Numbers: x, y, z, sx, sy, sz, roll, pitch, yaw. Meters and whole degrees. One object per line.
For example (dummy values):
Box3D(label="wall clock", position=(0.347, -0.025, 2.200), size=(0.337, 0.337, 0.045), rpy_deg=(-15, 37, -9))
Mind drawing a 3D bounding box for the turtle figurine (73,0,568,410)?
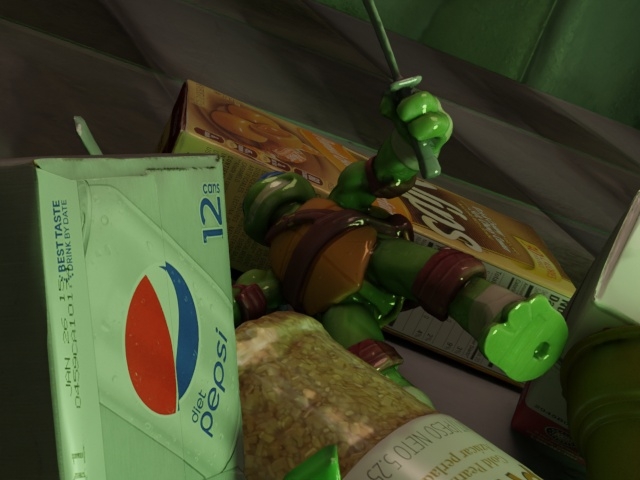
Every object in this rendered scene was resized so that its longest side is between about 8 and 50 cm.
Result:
Box3D(label="turtle figurine", position=(0.000, 0.000, 0.933), size=(0.197, 0.275, 0.266), rpy_deg=(-24, 44, -24))

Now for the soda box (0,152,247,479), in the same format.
Box3D(label="soda box", position=(-0.168, 0.032, 0.461), size=(0.286, 0.098, 0.091), rpy_deg=(-3, 2, 27))

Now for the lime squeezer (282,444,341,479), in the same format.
Box3D(label="lime squeezer", position=(0.048, 0.210, 0.472), size=(0.310, 0.110, 0.059), rpy_deg=(53, -7, -10))

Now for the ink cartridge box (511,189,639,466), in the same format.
Box3D(label="ink cartridge box", position=(0.226, 0.081, 0.983), size=(0.158, 0.092, 0.218), rpy_deg=(27, -28, 6))

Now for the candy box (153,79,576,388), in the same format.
Box3D(label="candy box", position=(0.025, -0.008, 1.196), size=(0.316, 0.088, 0.183), rpy_deg=(22, 15, -11))

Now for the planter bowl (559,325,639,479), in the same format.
Box3D(label="planter bowl", position=(0.224, 0.147, 0.897), size=(0.217, 0.090, 0.217), rpy_deg=(22, -28, 12))

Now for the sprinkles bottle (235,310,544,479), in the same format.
Box3D(label="sprinkles bottle", position=(0.086, 0.164, 0.633), size=(0.355, 0.121, 0.121), rpy_deg=(33, 16, 29))
